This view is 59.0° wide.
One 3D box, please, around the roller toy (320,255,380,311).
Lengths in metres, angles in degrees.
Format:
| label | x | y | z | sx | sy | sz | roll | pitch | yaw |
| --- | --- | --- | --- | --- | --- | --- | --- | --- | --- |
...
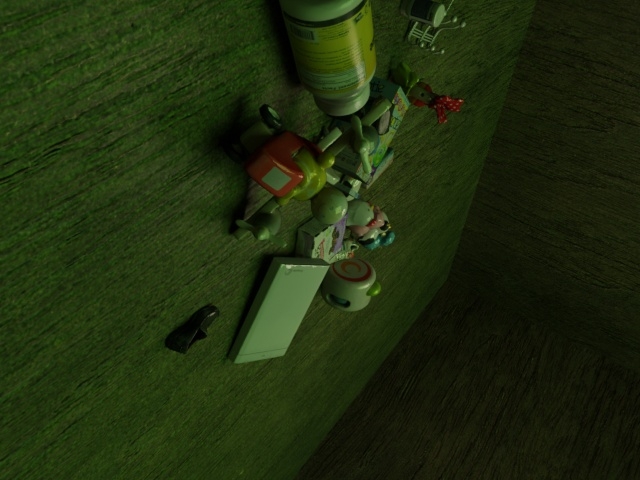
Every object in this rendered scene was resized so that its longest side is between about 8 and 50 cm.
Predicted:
| label | x | y | z | sx | sy | sz | roll | pitch | yaw |
| --- | --- | --- | --- | --- | --- | --- | --- | --- | --- |
| roller toy | 0.098 | 0.158 | 2.071 | 0.191 | 0.209 | 0.146 | -6 | 128 | -22 |

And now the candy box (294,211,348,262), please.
| label | x | y | z | sx | sy | sz | roll | pitch | yaw |
| --- | --- | --- | --- | --- | --- | --- | --- | --- | --- |
| candy box | 0.000 | 0.000 | 1.839 | 0.196 | 0.070 | 0.165 | -38 | 147 | -45 |

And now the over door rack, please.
| label | x | y | z | sx | sy | sz | roll | pitch | yaw |
| --- | --- | --- | --- | --- | --- | --- | --- | --- | --- |
| over door rack | 0.406 | -0.771 | 1.822 | 0.239 | 0.108 | 0.325 | -20 | 132 | -60 |

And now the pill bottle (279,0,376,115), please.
| label | x | y | z | sx | sy | sz | roll | pitch | yaw |
| --- | --- | --- | --- | --- | --- | --- | --- | --- | --- |
| pill bottle | 0.027 | -0.444 | 1.268 | 0.188 | 0.187 | 0.334 | -55 | 156 | -19 |

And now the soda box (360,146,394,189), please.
| label | x | y | z | sx | sy | sz | roll | pitch | yaw |
| --- | --- | --- | --- | --- | --- | --- | --- | --- | --- |
| soda box | 0.185 | -0.258 | 1.969 | 0.183 | 0.058 | 0.063 | -48 | 153 | -34 |

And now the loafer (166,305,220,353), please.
| label | x | y | z | sx | sy | sz | roll | pitch | yaw |
| --- | --- | --- | --- | --- | --- | --- | --- | --- | --- |
| loafer | -0.311 | 0.231 | 1.442 | 0.170 | 0.061 | 0.062 | -43 | 149 | -40 |

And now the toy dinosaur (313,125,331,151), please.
| label | x | y | z | sx | sy | sz | roll | pitch | yaw |
| --- | --- | --- | --- | --- | --- | --- | --- | --- | --- |
| toy dinosaur | -0.016 | -0.220 | 1.579 | 0.212 | 0.064 | 0.112 | -63 | 158 | 1 |

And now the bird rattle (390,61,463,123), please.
| label | x | y | z | sx | sy | sz | roll | pitch | yaw |
| --- | --- | --- | --- | --- | --- | --- | --- | --- | --- |
| bird rattle | 0.336 | -0.480 | 1.841 | 0.207 | 0.253 | 0.143 | -70 | 179 | -70 |

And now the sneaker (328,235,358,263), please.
| label | x | y | z | sx | sy | sz | roll | pitch | yaw |
| --- | --- | --- | --- | --- | --- | --- | --- | --- | --- |
| sneaker | 0.077 | 0.044 | 2.043 | 0.161 | 0.075 | 0.057 | -40 | 148 | -43 |

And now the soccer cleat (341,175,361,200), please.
| label | x | y | z | sx | sy | sz | roll | pitch | yaw |
| --- | --- | --- | --- | --- | --- | --- | --- | --- | --- |
| soccer cleat | 0.115 | -0.217 | 1.859 | 0.076 | 0.068 | 0.196 | -14 | 130 | -57 |

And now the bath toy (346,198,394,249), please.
| label | x | y | z | sx | sy | sz | roll | pitch | yaw |
| --- | --- | --- | --- | --- | --- | --- | --- | --- | --- |
| bath toy | 0.181 | -0.063 | 2.085 | 0.152 | 0.129 | 0.348 | -61 | 156 | -5 |

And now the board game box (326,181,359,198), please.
| label | x | y | z | sx | sy | sz | roll | pitch | yaw |
| --- | --- | --- | --- | --- | --- | --- | --- | --- | --- |
| board game box | 0.071 | -0.164 | 1.786 | 0.020 | 0.090 | 0.090 | -62 | 157 | 2 |

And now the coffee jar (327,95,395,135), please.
| label | x | y | z | sx | sy | sz | roll | pitch | yaw |
| --- | --- | --- | --- | --- | --- | --- | --- | --- | --- |
| coffee jar | 0.110 | -0.356 | 1.540 | 0.079 | 0.184 | 0.096 | -36 | 146 | -47 |

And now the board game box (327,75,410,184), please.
| label | x | y | z | sx | sy | sz | roll | pitch | yaw |
| --- | --- | --- | --- | --- | --- | --- | --- | --- | --- |
| board game box | 0.128 | -0.327 | 1.664 | 0.275 | 0.144 | 0.142 | -63 | 158 | 2 |

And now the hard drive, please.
| label | x | y | z | sx | sy | sz | roll | pitch | yaw |
| --- | --- | --- | --- | --- | --- | --- | --- | --- | --- |
| hard drive | -0.125 | 0.214 | 1.743 | 0.233 | 0.047 | 0.353 | 4 | 116 | -52 |

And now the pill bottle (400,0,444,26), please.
| label | x | y | z | sx | sy | sz | roll | pitch | yaw |
| --- | --- | --- | --- | --- | --- | --- | --- | --- | --- |
| pill bottle | 0.300 | -0.680 | 1.675 | 0.067 | 0.120 | 0.067 | -47 | 152 | -34 |

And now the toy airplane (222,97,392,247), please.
| label | x | y | z | sx | sy | sz | roll | pitch | yaw |
| --- | --- | --- | --- | --- | --- | --- | --- | --- | --- |
| toy airplane | -0.027 | -0.152 | 1.344 | 0.384 | 0.272 | 0.386 | -30 | 167 | -25 |
